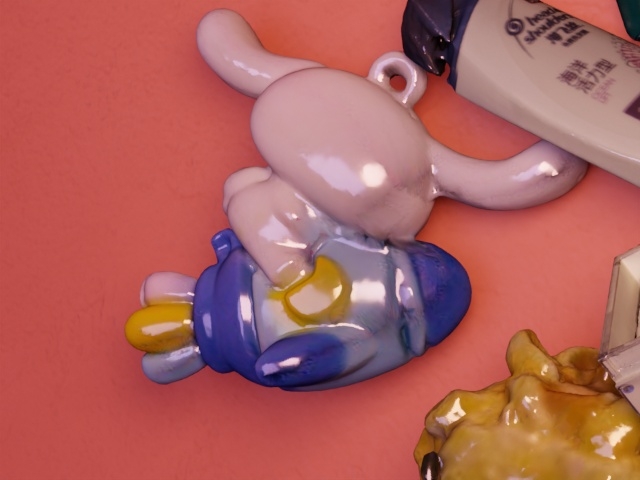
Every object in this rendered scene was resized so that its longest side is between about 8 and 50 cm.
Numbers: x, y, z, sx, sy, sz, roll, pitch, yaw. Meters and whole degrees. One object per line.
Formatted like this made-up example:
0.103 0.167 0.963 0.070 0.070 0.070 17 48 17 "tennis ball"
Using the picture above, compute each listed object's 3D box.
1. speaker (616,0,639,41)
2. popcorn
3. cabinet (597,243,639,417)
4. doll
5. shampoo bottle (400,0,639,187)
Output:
0.283 -0.206 1.263 0.094 0.060 0.075 -21 82 32 "speaker"
0.201 0.211 1.242 0.286 0.215 0.252 34 125 35 "popcorn"
0.325 0.094 1.144 0.145 0.150 0.206 -30 111 31 "cabinet"
0.006 0.002 1.401 0.376 0.187 0.366 27 96 41 "doll"
0.220 -0.115 1.266 0.359 0.134 0.078 31 136 28 "shampoo bottle"
